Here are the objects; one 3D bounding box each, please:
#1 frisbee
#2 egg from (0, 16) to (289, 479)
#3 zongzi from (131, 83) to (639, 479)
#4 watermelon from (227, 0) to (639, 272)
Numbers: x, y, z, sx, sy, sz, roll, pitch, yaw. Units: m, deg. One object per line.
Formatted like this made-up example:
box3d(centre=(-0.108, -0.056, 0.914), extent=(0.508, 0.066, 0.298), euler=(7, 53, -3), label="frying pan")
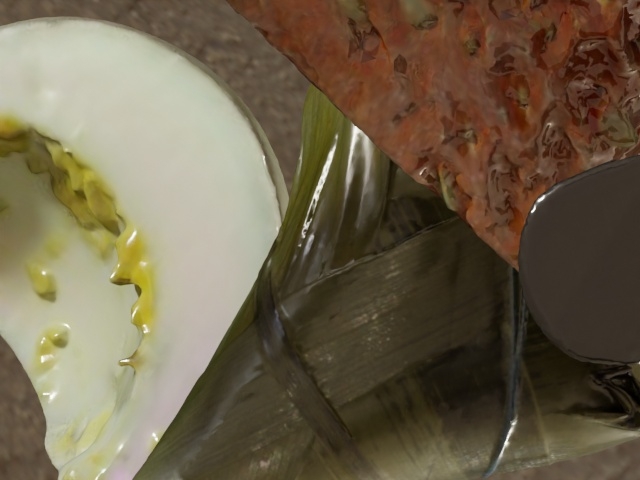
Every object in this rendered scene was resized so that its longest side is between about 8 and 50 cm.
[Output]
box3d(centre=(0.165, -0.048, 0.492), extent=(0.211, 0.012, 0.187), euler=(9, 99, -11), label="frisbee")
box3d(centre=(-0.111, 0.002, 1.024), extent=(0.206, 0.162, 0.271), euler=(-45, 77, -1), label="egg")
box3d(centre=(0.000, 0.000, 0.860), extent=(0.274, 0.125, 0.251), euler=(-12, 87, -10), label="zongzi")
box3d(centre=(0.063, -0.092, 0.617), extent=(0.193, 0.140, 0.257), euler=(-31, 94, 8), label="watermelon")
